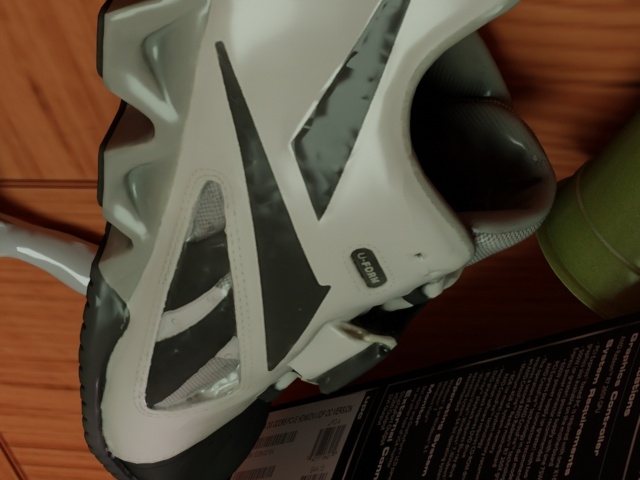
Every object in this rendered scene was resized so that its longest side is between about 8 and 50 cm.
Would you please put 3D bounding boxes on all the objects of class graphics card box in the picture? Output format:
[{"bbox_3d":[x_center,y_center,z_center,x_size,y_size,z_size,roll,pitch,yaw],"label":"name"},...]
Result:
[{"bbox_3d":[0.122,0.132,0.712,0.233,0.094,0.371,29,155,-20],"label":"graphics card box"}]

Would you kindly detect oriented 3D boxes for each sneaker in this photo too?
[{"bbox_3d":[0.000,0.000,0.651,0.146,0.122,0.330,15,142,4],"label":"sneaker"}]

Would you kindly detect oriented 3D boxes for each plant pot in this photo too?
[{"bbox_3d":[0.127,-0.020,0.627,0.083,0.083,0.079,22,128,-7],"label":"plant pot"}]

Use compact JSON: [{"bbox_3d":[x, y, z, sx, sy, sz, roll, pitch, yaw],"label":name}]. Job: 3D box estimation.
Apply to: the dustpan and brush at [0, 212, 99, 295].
[{"bbox_3d":[-0.167,-0.008,0.765,0.211,0.060,0.147,29,153,-6],"label":"dustpan and brush"}]
